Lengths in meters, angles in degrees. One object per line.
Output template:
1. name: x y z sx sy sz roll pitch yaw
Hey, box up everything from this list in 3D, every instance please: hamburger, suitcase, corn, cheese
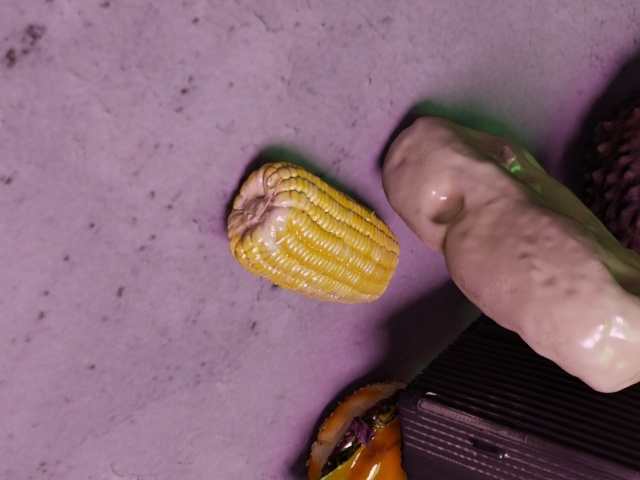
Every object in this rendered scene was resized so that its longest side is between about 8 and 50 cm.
1. hamburger: 0.051 0.199 0.906 0.190 0.093 0.164 -26 129 -31
2. suitcase: 0.253 0.157 0.776 0.230 0.335 0.152 -34 128 -42
3. corn: 0.000 0.000 0.753 0.165 0.063 0.085 23 75 -50
4. cheese: 0.160 0.004 0.752 0.159 0.263 0.093 13 119 -44

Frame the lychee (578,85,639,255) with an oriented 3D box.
1. lychee: 0.380 -0.019 0.916 0.300 0.300 0.299 -23 130 -31
